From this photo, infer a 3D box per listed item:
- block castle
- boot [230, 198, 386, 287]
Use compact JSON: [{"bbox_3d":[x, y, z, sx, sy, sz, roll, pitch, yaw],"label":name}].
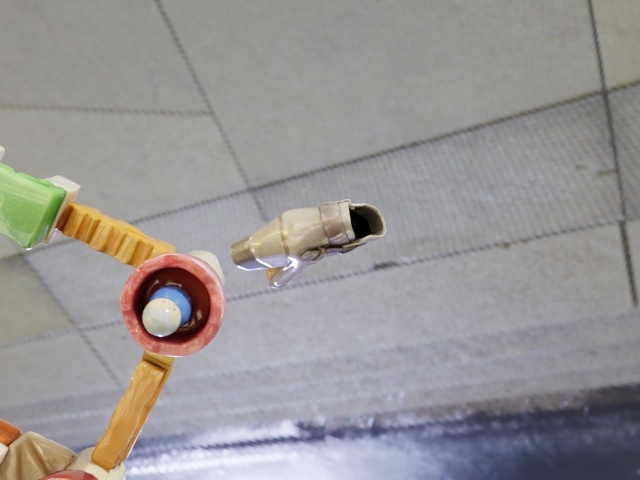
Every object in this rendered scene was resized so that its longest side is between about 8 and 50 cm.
[{"bbox_3d":[-0.331,0.059,1.063,0.453,0.303,0.213,27,-173,-1],"label":"block castle"},{"bbox_3d":[0.000,0.000,0.795,0.087,0.042,0.118,-17,175,20],"label":"boot"}]
